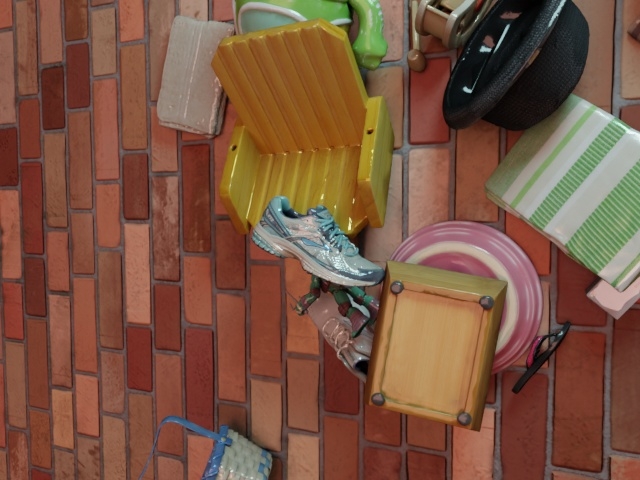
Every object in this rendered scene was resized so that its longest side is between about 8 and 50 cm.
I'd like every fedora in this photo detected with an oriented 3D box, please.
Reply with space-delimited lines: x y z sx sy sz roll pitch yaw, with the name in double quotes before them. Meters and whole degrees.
"fedora" 0.370 -0.323 0.995 0.153 0.334 0.334 29 107 -15

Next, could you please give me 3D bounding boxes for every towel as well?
"towel" -0.306 -0.405 1.368 0.187 0.049 0.282 17 99 21
"towel" 0.488 -0.096 1.000 0.325 0.038 0.247 46 109 32

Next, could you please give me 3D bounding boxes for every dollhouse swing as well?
"dollhouse swing" -0.064 -0.204 1.111 0.347 0.305 0.315 -1 65 24

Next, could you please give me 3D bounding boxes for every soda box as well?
"soda box" 0.580 0.038 0.988 0.069 0.074 0.216 42 108 17

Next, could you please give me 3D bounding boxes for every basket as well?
"basket" -0.282 0.572 1.315 0.289 0.201 0.254 23 103 -11

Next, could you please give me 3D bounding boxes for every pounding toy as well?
"pounding toy" 0.232 -0.468 1.067 0.155 0.154 0.269 35 106 18

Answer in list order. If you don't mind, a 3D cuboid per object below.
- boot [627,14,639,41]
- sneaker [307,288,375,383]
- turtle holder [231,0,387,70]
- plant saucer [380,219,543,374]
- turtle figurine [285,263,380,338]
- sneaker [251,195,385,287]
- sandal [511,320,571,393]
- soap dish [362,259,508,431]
"boot" 0.591 -0.360 0.981 0.087 0.042 0.118 34 105 25
"sneaker" 0.073 0.214 1.194 0.297 0.129 0.111 41 109 17
"turtle holder" -0.028 -0.463 1.164 0.321 0.243 0.227 6 114 -12
"plant saucer" 0.275 0.124 1.124 0.332 0.084 0.332 2 94 25
"turtle figurine" 0.019 0.097 1.170 0.234 0.175 0.118 39 142 19
"sneaker" 0.000 0.000 1.069 0.283 0.110 0.122 24 103 15
"sandal" 0.422 0.224 1.077 0.040 0.067 0.179 42 111 28
"soap dish" 0.208 0.198 1.028 0.229 0.118 0.290 10 93 15
